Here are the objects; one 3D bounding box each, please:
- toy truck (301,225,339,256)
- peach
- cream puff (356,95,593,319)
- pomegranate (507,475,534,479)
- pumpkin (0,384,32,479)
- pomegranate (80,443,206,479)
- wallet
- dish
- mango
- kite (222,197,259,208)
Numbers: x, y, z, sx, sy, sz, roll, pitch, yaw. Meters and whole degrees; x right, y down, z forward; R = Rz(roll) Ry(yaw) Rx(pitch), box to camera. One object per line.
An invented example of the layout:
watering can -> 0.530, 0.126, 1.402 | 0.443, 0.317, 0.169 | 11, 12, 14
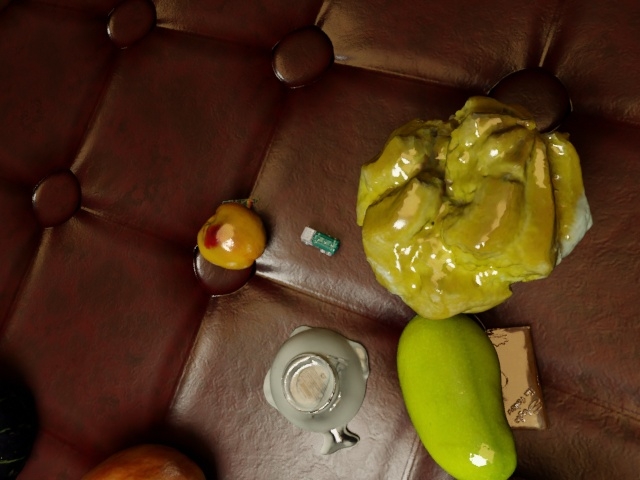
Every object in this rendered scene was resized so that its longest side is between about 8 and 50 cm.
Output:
toy truck -> 0.000, 0.000, 0.914 | 0.083, 0.044, 0.039 | 25, 84, 17
peach -> -0.178, -0.005, 0.919 | 0.138, 0.138, 0.138 | -3, 79, 14
cream puff -> 0.232, -0.077, 0.723 | 0.377, 0.276, 0.379 | -4, 61, 7
pomegranate -> 0.291, 0.486, 0.637 | 0.307, 0.307, 0.308 | -3, 79, 14
pumpkin -> -0.772, 0.440, 0.948 | 0.295, 0.296, 0.296 | -3, 79, 14
pomegranate -> -0.337, 0.500, 0.790 | 0.251, 0.270, 0.229 | -3, 87, 21
wallet -> 0.340, 0.244, 0.791 | 0.095, 0.026, 0.176 | -8, 77, 15
dish -> -0.009, 0.281, 0.846 | 0.224, 0.078, 0.246 | -23, 75, 8
mango -> 0.217, 0.242, 0.726 | 0.175, 0.143, 0.293 | -41, 38, 27
kite -> -0.189, -0.058, 0.992 | 0.090, 0.004, 0.122 | 36, 90, 17
